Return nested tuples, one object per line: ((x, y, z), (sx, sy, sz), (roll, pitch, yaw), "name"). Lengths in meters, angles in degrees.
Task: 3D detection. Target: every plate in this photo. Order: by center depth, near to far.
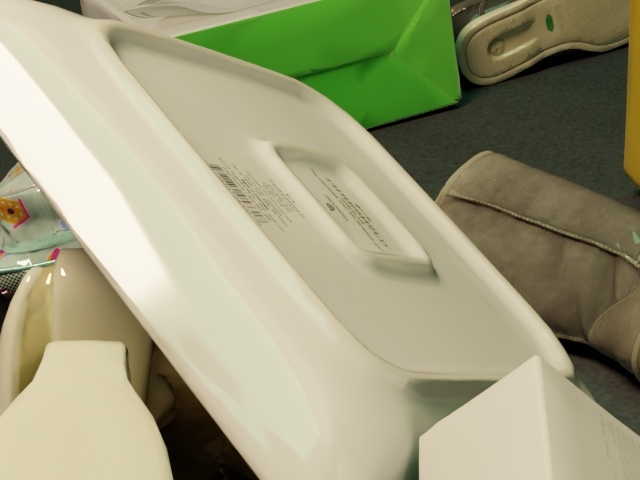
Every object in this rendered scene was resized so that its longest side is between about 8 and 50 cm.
((0.000, 0.000, 0.601), (0.277, 0.045, 0.278), (50, 20, 24), "plate")

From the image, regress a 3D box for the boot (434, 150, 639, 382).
((0.164, -0.015, 0.804), (0.190, 0.076, 0.208), (-51, 31, -8), "boot")

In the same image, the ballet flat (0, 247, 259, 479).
((-0.069, 0.106, 0.519), (0.164, 0.182, 0.483), (-10, 22, -1), "ballet flat")

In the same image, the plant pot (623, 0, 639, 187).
((0.319, -0.093, 0.863), (0.212, 0.212, 0.187), (-10, 35, -5), "plant pot")

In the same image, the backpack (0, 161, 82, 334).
((-0.097, 0.000, 0.838), (0.188, 0.144, 0.166), (-3, 17, 5), "backpack")

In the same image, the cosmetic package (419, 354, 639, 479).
((0.079, 0.151, 0.390), (0.060, 0.099, 0.239), (-41, 25, 29), "cosmetic package")

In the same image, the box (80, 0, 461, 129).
((-0.048, -0.168, 1.248), (0.262, 0.127, 0.231), (-17, 26, -18), "box")

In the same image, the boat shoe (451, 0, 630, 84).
((0.212, -0.209, 1.308), (0.233, 0.084, 0.079), (-19, 25, -17), "boat shoe")
